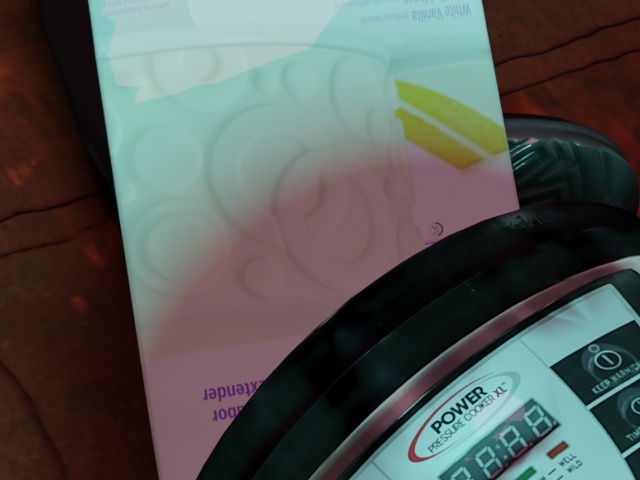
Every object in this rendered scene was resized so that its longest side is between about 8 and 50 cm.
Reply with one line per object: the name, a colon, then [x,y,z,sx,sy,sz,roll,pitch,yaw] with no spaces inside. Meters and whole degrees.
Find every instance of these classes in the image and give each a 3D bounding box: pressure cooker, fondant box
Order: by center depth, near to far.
pressure cooker: [0.125,0.193,0.910,0.370,0.375,0.420,-1,36,-43]
fondant box: [0.000,0.000,1.162,0.238,0.096,0.330,-9,82,-6]

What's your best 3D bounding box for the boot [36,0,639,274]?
boot: [-0.013,-0.130,1.424,0.367,0.146,0.445,-8,39,-15]
